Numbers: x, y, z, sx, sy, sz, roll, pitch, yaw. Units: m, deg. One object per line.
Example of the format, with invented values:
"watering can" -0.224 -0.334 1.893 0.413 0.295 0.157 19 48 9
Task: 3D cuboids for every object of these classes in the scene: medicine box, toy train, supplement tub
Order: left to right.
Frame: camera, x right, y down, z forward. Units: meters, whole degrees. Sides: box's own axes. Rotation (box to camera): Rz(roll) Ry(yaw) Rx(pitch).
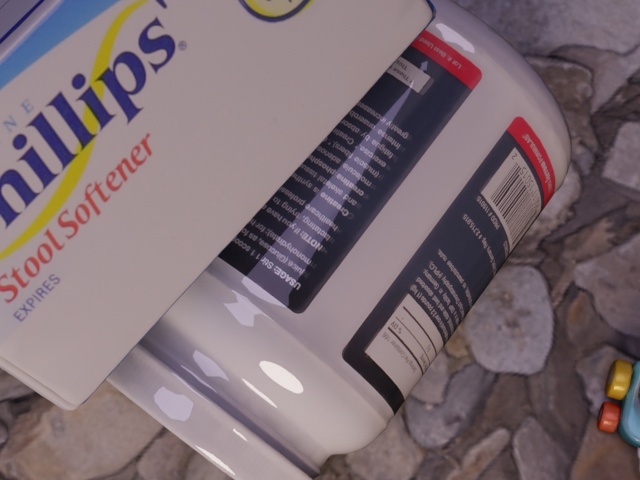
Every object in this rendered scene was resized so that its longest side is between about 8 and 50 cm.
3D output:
"medicine box" -0.139 -0.104 0.545 0.263 0.149 0.289 -48 40 -8
"supplement tub" 0.000 0.000 0.608 0.191 0.191 0.272 35 78 12
"toy train" 0.256 0.094 0.642 0.166 0.046 0.125 -33 74 -7
